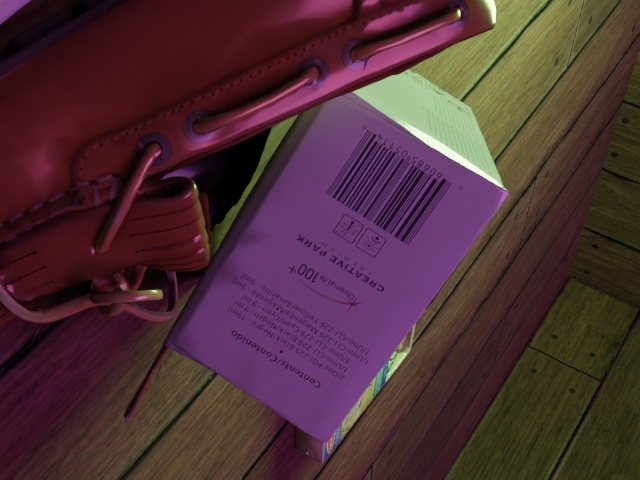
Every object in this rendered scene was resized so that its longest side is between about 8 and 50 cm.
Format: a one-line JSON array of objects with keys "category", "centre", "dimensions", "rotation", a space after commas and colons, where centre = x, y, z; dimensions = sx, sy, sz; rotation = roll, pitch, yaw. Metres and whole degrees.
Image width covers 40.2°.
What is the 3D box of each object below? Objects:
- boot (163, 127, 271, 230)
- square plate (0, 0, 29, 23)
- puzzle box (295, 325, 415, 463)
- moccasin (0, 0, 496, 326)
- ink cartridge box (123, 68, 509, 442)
[{"category": "boot", "centre": [-0.058, -0.178, 0.517], "dimensions": [0.348, 0.131, 0.260], "rotation": [-60, 173, -36]}, {"category": "square plate", "centre": [-0.220, -0.098, 0.211], "dimensions": [0.344, 0.049, 0.347], "rotation": [-37, 157, 4]}, {"category": "puzzle box", "centre": [0.066, 0.099, 1.231], "dimensions": [0.272, 0.052, 0.409], "rotation": [-44, 151, -38]}, {"category": "moccasin", "centre": [-0.088, -0.033, 0.416], "dimensions": [0.380, 0.147, 0.139], "rotation": [-36, -170, -9]}, {"category": "ink cartridge box", "centre": [0.000, 0.000, 0.676], "dimensions": [0.272, 0.130, 0.309], "rotation": [-56, -175, 18]}]
